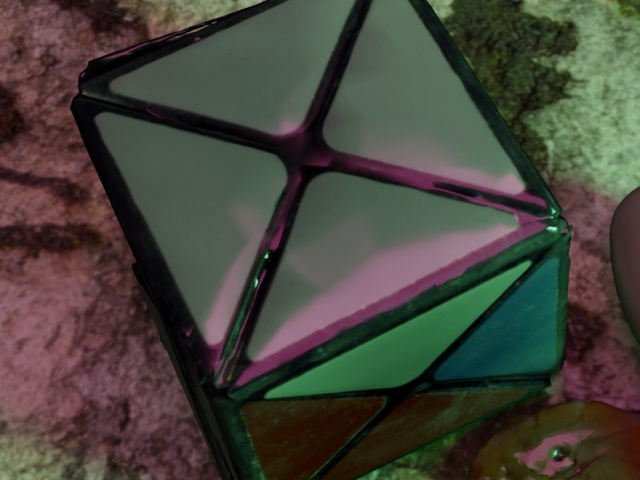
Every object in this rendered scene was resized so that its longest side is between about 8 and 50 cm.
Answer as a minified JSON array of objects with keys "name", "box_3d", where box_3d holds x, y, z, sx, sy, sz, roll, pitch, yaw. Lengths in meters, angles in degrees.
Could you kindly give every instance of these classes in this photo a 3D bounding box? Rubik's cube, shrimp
[{"name":"Rubik's cube","box_3d":[0.000,0.000,1.387,0.307,0.305,0.310,-25,63,-6]},{"name":"shrimp","box_3d":[0.159,0.234,1.368,0.152,0.063,0.287,38,67,25]}]

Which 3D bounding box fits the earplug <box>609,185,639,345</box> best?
[{"name":"earplug","box_3d":[0.328,0.071,1.398,0.172,0.172,0.301,-23,55,-7]}]
